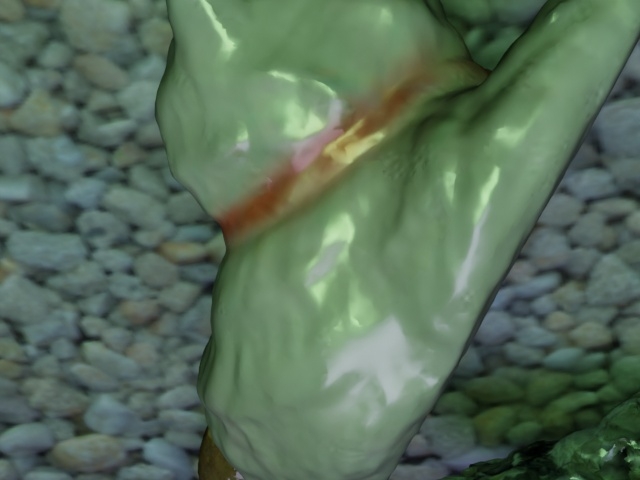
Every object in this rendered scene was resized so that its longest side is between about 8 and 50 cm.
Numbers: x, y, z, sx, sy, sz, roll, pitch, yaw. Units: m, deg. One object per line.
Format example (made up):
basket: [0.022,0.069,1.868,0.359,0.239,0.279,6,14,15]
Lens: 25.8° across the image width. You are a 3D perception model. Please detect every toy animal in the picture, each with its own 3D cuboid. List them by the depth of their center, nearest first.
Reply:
toy animal: [0.000,0.000,0.660,0.188,0.266,0.308,20,176,1]

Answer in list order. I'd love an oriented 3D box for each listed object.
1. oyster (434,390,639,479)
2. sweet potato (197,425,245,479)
oyster: [0.213,0.156,0.788,0.351,0.162,0.158,0,114,-2]
sweet potato: [-0.039,0.169,0.879,0.067,0.059,0.281,-8,136,-4]
